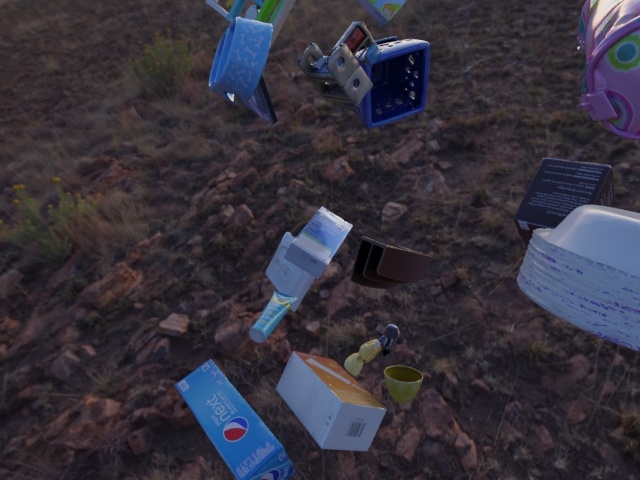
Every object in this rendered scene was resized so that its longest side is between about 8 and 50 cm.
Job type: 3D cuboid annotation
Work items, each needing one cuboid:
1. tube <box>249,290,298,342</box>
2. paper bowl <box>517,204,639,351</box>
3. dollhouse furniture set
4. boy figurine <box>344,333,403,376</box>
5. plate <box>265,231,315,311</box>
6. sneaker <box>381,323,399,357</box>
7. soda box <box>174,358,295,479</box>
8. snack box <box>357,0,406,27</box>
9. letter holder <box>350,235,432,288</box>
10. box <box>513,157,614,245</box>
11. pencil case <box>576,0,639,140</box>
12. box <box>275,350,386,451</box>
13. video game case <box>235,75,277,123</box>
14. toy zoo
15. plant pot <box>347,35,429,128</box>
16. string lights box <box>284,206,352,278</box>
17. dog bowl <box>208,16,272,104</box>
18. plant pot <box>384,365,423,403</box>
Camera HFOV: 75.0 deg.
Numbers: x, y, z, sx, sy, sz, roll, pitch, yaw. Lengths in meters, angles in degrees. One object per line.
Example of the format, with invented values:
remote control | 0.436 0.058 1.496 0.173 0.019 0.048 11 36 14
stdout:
tube | -0.142 0.220 1.246 0.080 0.052 0.207 20 32 10
paper bowl | 0.447 0.041 0.591 0.284 0.148 0.284 10 15 -3
dollhouse furniture set | 0.066 -0.435 0.974 0.183 0.129 0.129 -54 42 -4
boy figurine | 0.235 0.495 1.866 0.285 0.177 0.092 -32 65 -16
plate | -0.150 0.146 1.942 0.045 0.277 0.278 -2 41 -45
sneaker | 0.281 0.415 1.699 0.061 0.157 0.065 13 28 14
soda box | -0.129 0.267 0.603 0.067 0.071 0.210 -34 39 -25
snack box | 0.195 -0.761 1.199 0.207 0.174 0.070 -50 13 4
letter holder | 0.299 0.124 1.786 0.302 0.214 0.152 12 8 -38
box | 0.656 -0.085 1.122 0.167 0.168 0.203 21 79 43
pencil case | 0.348 -0.217 0.455 0.124 0.124 0.284 9 41 24
box | 0.028 0.566 1.494 0.345 0.215 0.168 26 92 55
video game case | -0.241 -0.514 1.381 0.026 0.196 0.274 -33 44 -16
toy zoo | -0.203 -0.693 1.152 0.293 0.192 0.030 43 25 14
plant pot | 0.211 -0.553 1.421 0.236 0.236 0.212 -21 43 -13
string lights box | 0.000 0.000 1.391 0.133 0.076 0.259 33 38 4
dog bowl | -0.192 -0.409 0.954 0.074 0.165 0.297 14 7 -26
plant pot | 0.287 0.511 1.462 0.134 0.095 0.134 3 7 0
